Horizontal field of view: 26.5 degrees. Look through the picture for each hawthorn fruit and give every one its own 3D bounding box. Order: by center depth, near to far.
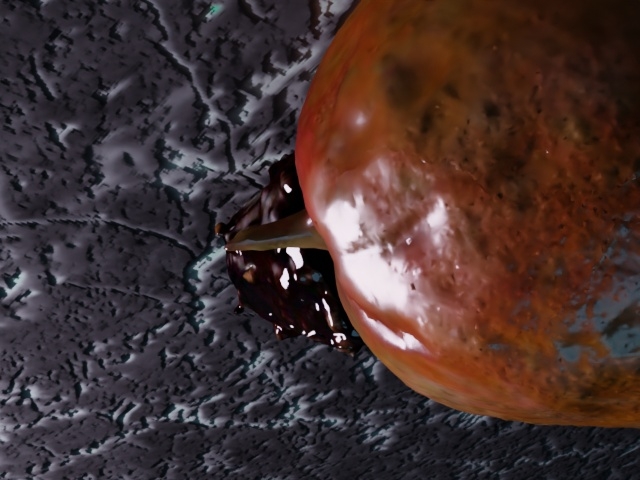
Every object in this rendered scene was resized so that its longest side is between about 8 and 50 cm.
[{"bbox_3d":[0.100,-0.026,0.657,0.298,0.277,0.277,-16,145,-5],"label":"hawthorn fruit"}]

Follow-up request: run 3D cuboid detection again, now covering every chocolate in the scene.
[{"bbox_3d":[0.000,0.000,0.816,0.156,0.156,0.133,19,159,-37],"label":"chocolate"}]
